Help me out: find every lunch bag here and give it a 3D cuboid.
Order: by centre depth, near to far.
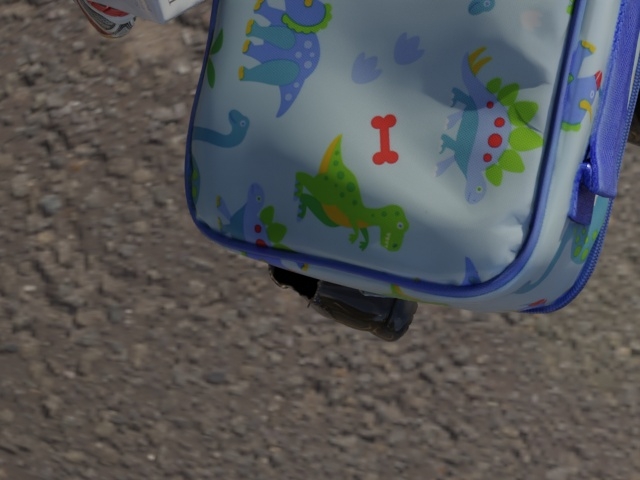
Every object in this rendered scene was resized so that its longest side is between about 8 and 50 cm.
[{"bbox_3d":[0.046,-0.083,0.623,0.090,0.176,0.219,11,90,-59],"label":"lunch bag"}]

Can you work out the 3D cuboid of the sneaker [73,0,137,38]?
[{"bbox_3d":[-0.264,-0.315,1.699,0.088,0.092,0.225,-17,64,-17],"label":"sneaker"}]

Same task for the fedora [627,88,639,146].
[{"bbox_3d":[0.193,-0.213,0.789,0.152,0.334,0.334,-28,102,-39],"label":"fedora"}]

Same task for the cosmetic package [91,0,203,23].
[{"bbox_3d":[-0.129,-0.304,1.346,0.184,0.151,0.151,-35,124,-23],"label":"cosmetic package"}]

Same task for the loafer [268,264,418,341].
[{"bbox_3d":[0.000,0.000,1.069,0.078,0.220,0.080,15,99,-23],"label":"loafer"}]
